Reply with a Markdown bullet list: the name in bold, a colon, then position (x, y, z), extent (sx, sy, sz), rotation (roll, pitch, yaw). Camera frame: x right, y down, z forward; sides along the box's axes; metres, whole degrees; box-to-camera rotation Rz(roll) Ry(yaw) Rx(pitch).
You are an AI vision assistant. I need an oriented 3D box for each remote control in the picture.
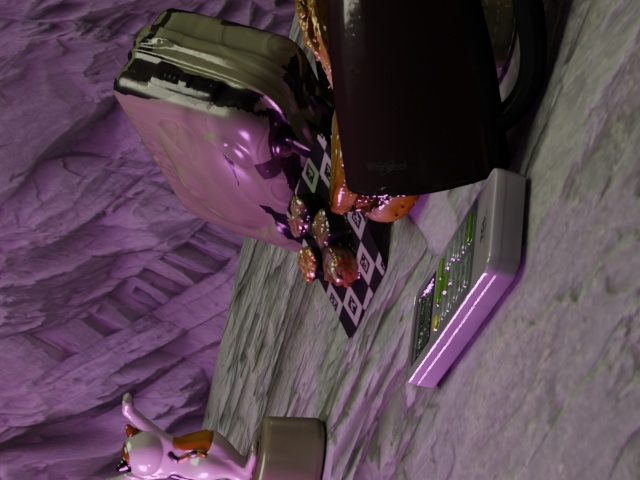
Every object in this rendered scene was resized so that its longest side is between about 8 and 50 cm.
- **remote control**: position (0.124, 0.038, 1.343), extent (0.250, 0.034, 0.103), rotation (115, 166, -60)

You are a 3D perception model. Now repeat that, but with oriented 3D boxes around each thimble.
- **thimble**: position (0.146, -0.200, 1.467), extent (0.084, 0.062, 0.110), rotation (109, 171, -47)

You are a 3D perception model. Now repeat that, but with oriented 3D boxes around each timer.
- **timer**: position (-0.142, 0.291, 2.006), extent (0.175, 0.266, 0.175), rotation (-167, 90, -83)

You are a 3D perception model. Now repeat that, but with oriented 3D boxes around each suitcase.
- **suitcase**: position (-0.090, -0.133, 2.095), extent (0.194, 0.339, 0.351), rotation (-58, -33, -22)

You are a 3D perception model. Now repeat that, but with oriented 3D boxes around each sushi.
- **sushi**: position (0.000, 0.000, 1.924), extent (0.210, 0.040, 0.193), rotation (64, 153, 26)

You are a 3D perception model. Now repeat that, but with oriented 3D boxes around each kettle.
- **kettle**: position (0.093, -0.166, 1.312), extent (0.144, 0.202, 0.232), rotation (-32, -63, -51)

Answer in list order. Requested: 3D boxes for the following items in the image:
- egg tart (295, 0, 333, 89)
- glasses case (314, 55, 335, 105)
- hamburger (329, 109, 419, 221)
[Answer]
- **egg tart**: position (0.053, -0.259, 1.945), extent (0.212, 0.090, 0.212), rotation (39, -138, -47)
- **glasses case**: position (0.031, -0.231, 2.134), extent (0.282, 0.067, 0.109), rotation (80, -163, -57)
- **hamburger**: position (0.070, -0.102, 1.740), extent (0.185, 0.113, 0.177), rotation (100, 172, -56)
